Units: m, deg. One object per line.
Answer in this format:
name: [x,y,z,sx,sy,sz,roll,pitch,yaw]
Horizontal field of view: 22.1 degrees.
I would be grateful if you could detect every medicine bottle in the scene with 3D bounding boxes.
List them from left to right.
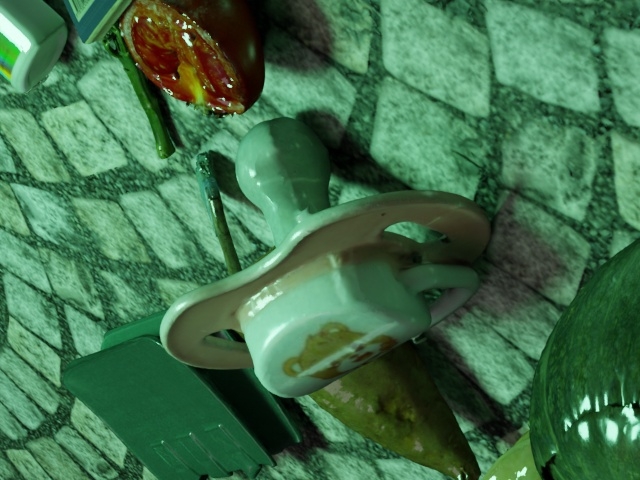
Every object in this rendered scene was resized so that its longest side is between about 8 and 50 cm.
medicine bottle: [-0.371,-0.263,1.749,0.219,0.078,0.115,43,152,3]

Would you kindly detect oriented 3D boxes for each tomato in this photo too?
tomato: [-0.101,-0.189,1.502,0.159,0.091,0.139,23,148,42]

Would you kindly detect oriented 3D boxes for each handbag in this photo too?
handbag: [-0.176,0.203,2.082,0.238,0.089,0.326,51,148,-11]

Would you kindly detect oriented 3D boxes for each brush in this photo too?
brush: [-0.098,-0.008,1.682,0.070,0.021,0.196,83,169,-48]

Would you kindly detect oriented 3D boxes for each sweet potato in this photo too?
sweet potato: [0.040,0.129,1.694,0.336,0.131,0.131,38,149,11]

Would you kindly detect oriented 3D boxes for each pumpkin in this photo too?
pumpkin: [0.317,0.130,1.234,0.291,0.257,0.327,36,159,-11]

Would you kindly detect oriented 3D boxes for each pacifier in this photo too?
pacifier: [-0.002,0.023,1.514,0.332,0.220,0.273,-32,98,28]

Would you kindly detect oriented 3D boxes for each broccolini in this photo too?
broccolini: [-0.196,-0.176,1.680,0.051,0.054,0.239,9,139,25]

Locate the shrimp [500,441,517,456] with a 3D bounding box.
shrimp: [0.291,0.299,1.667,0.267,0.061,0.145,35,158,12]

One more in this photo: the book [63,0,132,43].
book: [-0.229,-0.331,1.462,0.191,0.025,0.269,-35,79,59]

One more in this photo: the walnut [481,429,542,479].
walnut: [0.242,0.276,1.512,0.225,0.225,0.261,39,115,10]
